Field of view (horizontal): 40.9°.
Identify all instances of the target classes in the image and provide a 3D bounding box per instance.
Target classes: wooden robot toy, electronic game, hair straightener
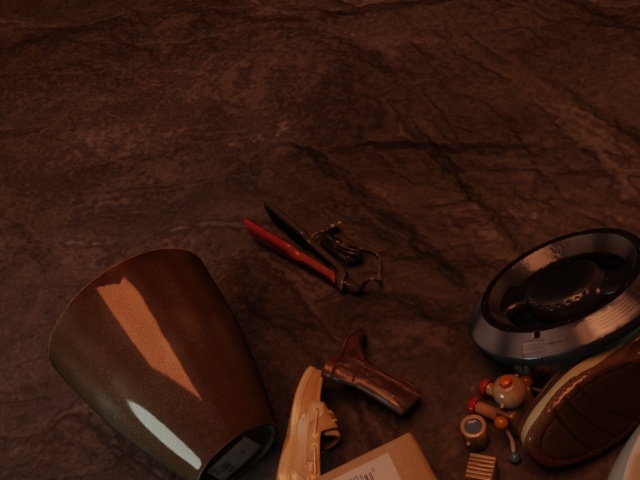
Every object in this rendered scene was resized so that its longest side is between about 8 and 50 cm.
[{"bbox_3d":[0.188,0.171,0.903,0.076,0.079,0.173,19,59,34],"label":"wooden robot toy"},{"bbox_3d":[0.272,0.058,0.943,0.229,0.048,0.229,-27,19,10],"label":"electronic game"},{"bbox_3d":[0.000,0.000,1.153,0.230,0.047,0.089,29,65,38],"label":"hair straightener"}]

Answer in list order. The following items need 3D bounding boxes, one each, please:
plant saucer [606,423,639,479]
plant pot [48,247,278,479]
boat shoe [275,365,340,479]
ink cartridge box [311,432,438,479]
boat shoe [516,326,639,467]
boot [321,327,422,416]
[{"bbox_3d":[0.348,0.195,0.657,0.400,0.100,0.400,-44,16,16],"label":"plant saucer"},{"bbox_3d":[-0.159,0.164,0.984,0.215,0.215,0.230,-37,61,-12],"label":"plant pot"},{"bbox_3d":[-0.007,0.218,0.958,0.059,0.063,0.170,7,48,7],"label":"boat shoe"},{"bbox_3d":[0.031,0.325,0.822,0.234,0.088,0.193,-26,44,-3],"label":"ink cartridge box"},{"bbox_3d":[0.303,0.135,0.898,0.257,0.095,0.095,-35,18,-8],"label":"boat shoe"},{"bbox_3d":[0.072,0.153,0.996,0.114,0.037,0.106,20,34,19],"label":"boot"}]
